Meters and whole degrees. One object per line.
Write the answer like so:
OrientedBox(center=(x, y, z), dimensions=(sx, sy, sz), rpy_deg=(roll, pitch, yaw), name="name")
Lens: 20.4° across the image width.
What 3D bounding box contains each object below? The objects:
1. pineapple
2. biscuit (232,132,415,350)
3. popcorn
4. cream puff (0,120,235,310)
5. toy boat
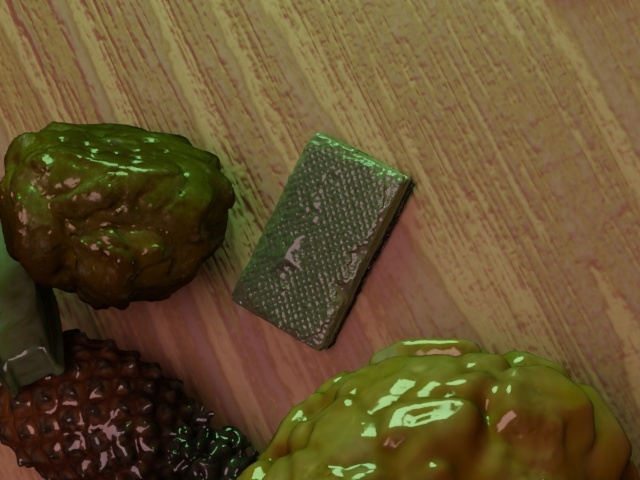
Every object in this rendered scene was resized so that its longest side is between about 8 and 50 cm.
OrientedBox(center=(-0.156, 0.211, 1.791), dimensions=(0.361, 0.175, 0.175), rpy_deg=(21, 95, 25), name="pineapple")
OrientedBox(center=(0.000, 0.000, 1.808), dimensions=(0.121, 0.040, 0.199), rpy_deg=(30, 99, 25), name="biscuit")
OrientedBox(center=(0.100, 0.273, 1.585), dimensions=(0.390, 0.344, 0.354), rpy_deg=(-4, 48, 9), name="popcorn")
OrientedBox(center=(-0.209, -0.031, 1.792), dimensions=(0.244, 0.244, 0.196), rpy_deg=(10, 80, 24), name="cream puff")
OrientedBox(center=(-0.327, 0.051, 1.849), dimensions=(0.093, 0.055, 0.293), rpy_deg=(-25, 35, -3), name="toy boat")
